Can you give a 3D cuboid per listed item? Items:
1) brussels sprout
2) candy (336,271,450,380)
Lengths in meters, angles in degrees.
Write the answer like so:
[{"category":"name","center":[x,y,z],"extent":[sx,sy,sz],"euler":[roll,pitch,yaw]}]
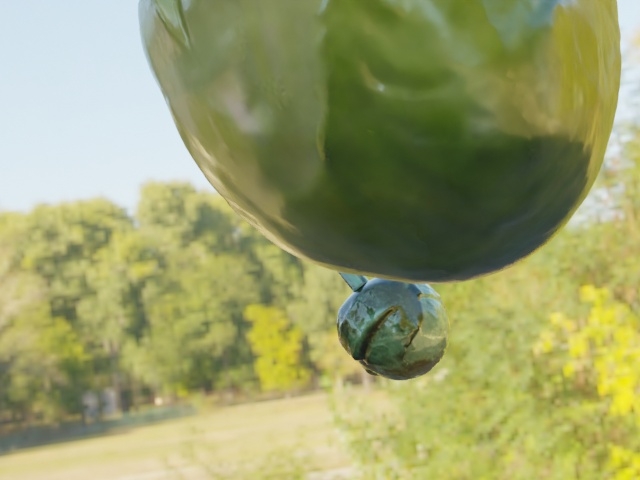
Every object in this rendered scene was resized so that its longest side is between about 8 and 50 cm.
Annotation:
[{"category":"brussels sprout","center":[0.024,-0.044,0.442],"extent":[0.149,0.122,0.151],"euler":[-24,-8,40]},{"category":"candy","center":[0.000,0.000,0.776],"extent":[0.061,0.202,0.061],"euler":[-24,-39,-21]}]
